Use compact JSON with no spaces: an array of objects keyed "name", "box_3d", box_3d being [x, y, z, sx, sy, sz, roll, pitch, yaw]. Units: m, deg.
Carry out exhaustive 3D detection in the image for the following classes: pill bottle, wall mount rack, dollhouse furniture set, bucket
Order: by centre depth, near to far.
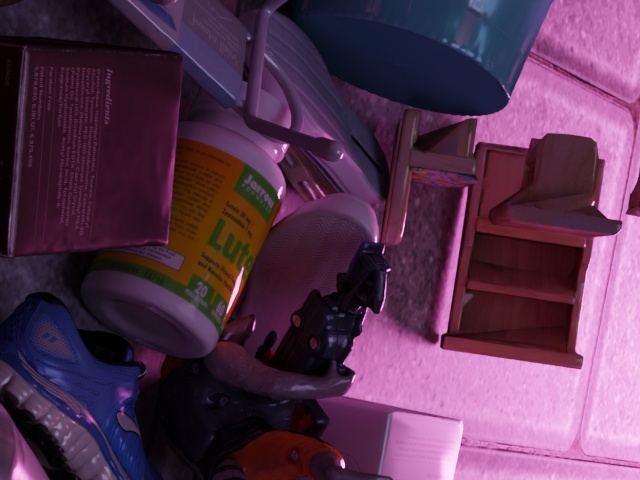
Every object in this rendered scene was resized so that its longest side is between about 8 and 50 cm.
[{"name":"wall mount rack","box_3d":[-0.093,-0.200,1.692,0.350,0.130,0.304,41,31,-29]},{"name":"pill bottle","box_3d":[-0.115,-0.026,1.840,0.136,0.136,0.245,52,55,-49]},{"name":"bucket","box_3d":[0.105,-0.258,2.008,0.281,0.281,0.183,38,68,-54]},{"name":"dollhouse furniture set","box_3d":[0.247,0.015,2.216,0.394,0.362,0.256,139,-41,-89]}]

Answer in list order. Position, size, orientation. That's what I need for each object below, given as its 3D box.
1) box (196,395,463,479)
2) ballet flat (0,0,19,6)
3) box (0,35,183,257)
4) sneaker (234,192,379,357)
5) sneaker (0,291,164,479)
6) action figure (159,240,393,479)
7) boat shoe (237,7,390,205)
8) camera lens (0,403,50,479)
[{"name":"box","box_3d":[-0.011,0.329,2.018,0.168,0.215,0.345,16,85,-58]},{"name":"ballet flat","box_3d":[-0.302,-0.247,1.569,0.250,0.058,0.084,26,75,-56]},{"name":"box","box_3d":[-0.242,-0.082,1.601,0.203,0.168,0.167,-4,101,-56]},{"name":"sneaker","box_3d":[0.000,0.000,1.968,0.169,0.108,0.292,-61,-176,-37]},{"name":"sneaker","box_3d":[-0.196,0.165,1.771,0.147,0.130,0.330,-63,146,-27]},{"name":"action figure","box_3d":[-0.053,0.156,1.810,0.178,0.330,0.341,11,116,-31]},{"name":"boat shoe","box_3d":[-0.026,-0.118,1.988,0.302,0.094,0.109,52,30,-47]},{"name":"camera lens","box_3d":[-0.300,0.259,1.549,0.219,0.219,0.274,-57,140,-33]}]
